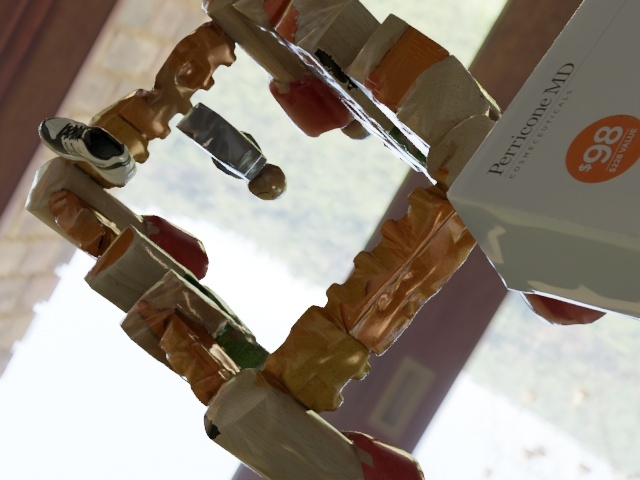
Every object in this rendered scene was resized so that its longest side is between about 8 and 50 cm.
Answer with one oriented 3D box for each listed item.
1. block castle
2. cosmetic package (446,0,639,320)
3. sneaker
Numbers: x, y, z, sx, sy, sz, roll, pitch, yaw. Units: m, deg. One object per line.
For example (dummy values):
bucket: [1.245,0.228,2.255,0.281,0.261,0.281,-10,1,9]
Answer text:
block castle: [0.000,0.000,1.252,0.213,0.303,0.453,41,180,-37]
cosmetic package: [0.285,-0.113,0.902,0.284,0.377,0.097,13,150,47]
sneaker: [-0.168,-0.073,1.216,0.083,0.032,0.037,26,154,18]
